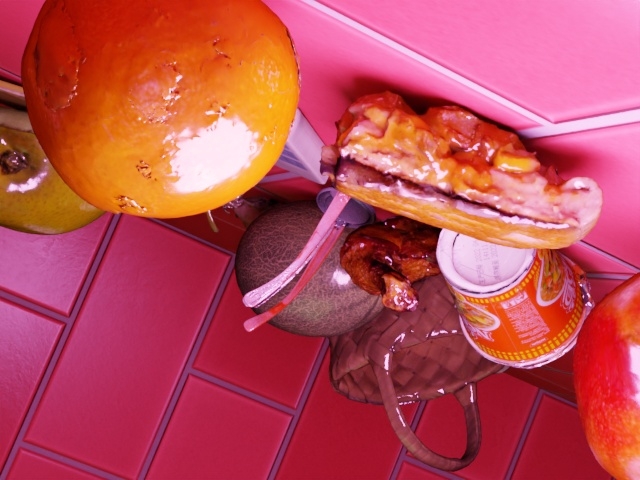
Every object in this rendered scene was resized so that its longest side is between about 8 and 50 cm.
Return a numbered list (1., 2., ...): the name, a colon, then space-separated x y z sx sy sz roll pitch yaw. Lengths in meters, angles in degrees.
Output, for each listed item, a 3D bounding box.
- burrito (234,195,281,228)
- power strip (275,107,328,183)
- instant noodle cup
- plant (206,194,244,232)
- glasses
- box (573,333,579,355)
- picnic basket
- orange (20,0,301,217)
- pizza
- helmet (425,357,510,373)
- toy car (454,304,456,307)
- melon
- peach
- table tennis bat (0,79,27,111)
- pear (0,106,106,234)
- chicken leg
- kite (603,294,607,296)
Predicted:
1. burrito: -0.006 -0.001 2.308 0.348 0.107 0.175 21 -173 29
2. power strip: -0.059 -0.139 1.615 0.118 0.046 0.270 21 174 15
3. instant noodle cup: 0.248 0.049 1.614 0.193 0.193 0.212 19 165 30
4. plant: -0.200 -0.081 2.237 0.117 0.122 0.104 17 -174 -14
5. glasses: -0.004 0.027 1.809 0.118 0.268 0.234 30 164 2
6. box: 0.568 0.211 1.838 0.349 0.141 0.289 19 179 0
7. picnic basket: 0.187 0.251 2.137 0.337 0.337 0.293 16 174 44
8. orange: -0.141 -0.136 1.067 0.246 0.246 0.246 22 173 3
9. pizza: 0.121 -0.069 1.284 0.278 0.114 0.409 25 172 -29
10. helmet: 0.268 0.141 2.360 0.258 0.137 0.204 14 130 4
11. toy car: 0.301 0.082 1.948 0.089 0.108 0.210 27 168 -14
12. melon: -0.006 0.049 2.077 0.302 0.237 0.237 6 164 46
13. peach: 0.422 0.154 1.319 0.308 0.307 0.332 15 166 46
14. table tennis bat: -0.623 -0.285 2.300 0.369 0.054 0.224 18 175 4
15. pear: -0.564 -0.127 2.282 0.342 0.238 0.318 14 -175 13
16. chicken leg: 0.104 0.035 1.674 0.158 0.095 0.407 6 -169 13
17. kite: 0.526 0.108 1.780 0.169 0.015 0.310 23 174 0
